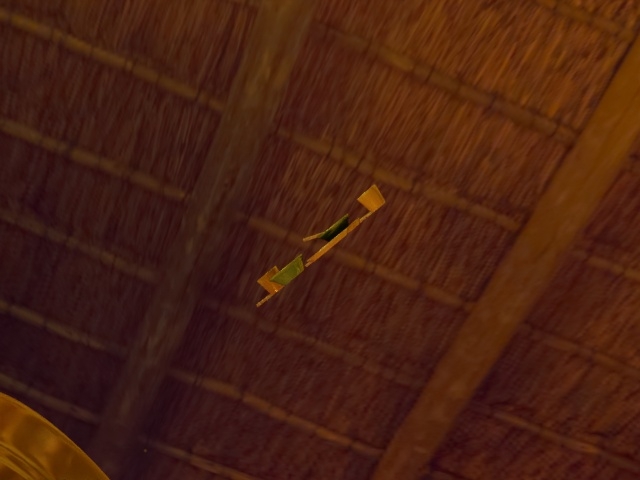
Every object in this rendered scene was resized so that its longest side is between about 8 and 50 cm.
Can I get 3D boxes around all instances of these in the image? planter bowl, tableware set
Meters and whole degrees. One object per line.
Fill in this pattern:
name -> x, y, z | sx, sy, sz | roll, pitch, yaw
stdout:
planter bowl -> -0.218, 0.220, 0.936 | 0.090, 0.217, 0.217 | -43, -92, 1
tableware set -> 0.000, 0.000, 1.153 | 0.154, 0.104, 0.024 | -39, -90, -28

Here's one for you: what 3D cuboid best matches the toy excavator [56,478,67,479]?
toy excavator -> -0.225, 0.189, 0.328 | 0.222, 0.445, 0.433 | -23, -53, 9
